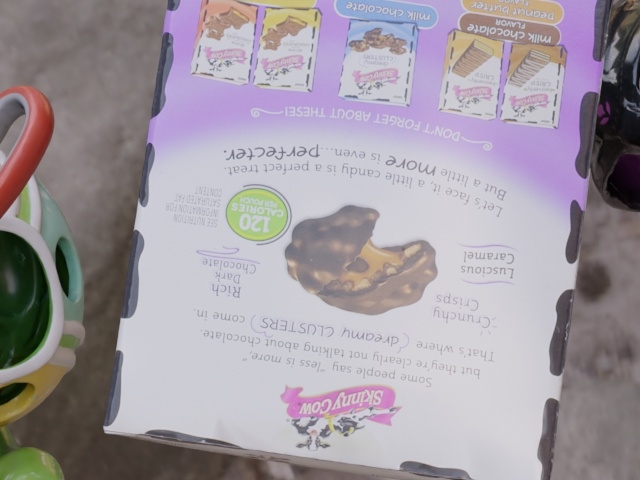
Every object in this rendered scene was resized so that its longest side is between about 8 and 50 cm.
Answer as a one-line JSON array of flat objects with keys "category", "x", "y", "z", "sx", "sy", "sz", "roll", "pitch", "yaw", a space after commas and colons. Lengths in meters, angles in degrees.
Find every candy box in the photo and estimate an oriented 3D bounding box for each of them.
[{"category": "candy box", "x": 0.014, "y": -0.011, "z": 0.742, "sx": 0.165, "sy": 0.070, "sz": 0.196, "roll": 9, "pitch": 84, "yaw": -2}]

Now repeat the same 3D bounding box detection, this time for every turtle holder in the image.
[{"category": "turtle holder", "x": -0.314, "y": 0.074, "z": 1.643, "sx": 0.227, "sy": 0.243, "sz": 0.320, "roll": 7, "pitch": 87, "yaw": 61}]

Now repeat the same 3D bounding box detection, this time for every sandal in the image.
[{"category": "sandal", "x": 0.210, "y": -0.085, "z": 1.175, "sx": 0.107, "sy": 0.167, "sz": 0.446, "roll": 13, "pitch": 20, "yaw": 6}]

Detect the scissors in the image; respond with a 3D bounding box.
[{"category": "scissors", "x": -0.241, "y": 0.037, "z": 0.971, "sx": 0.109, "sy": 0.021, "sz": 0.297, "roll": 26, "pitch": 76, "yaw": 41}]
